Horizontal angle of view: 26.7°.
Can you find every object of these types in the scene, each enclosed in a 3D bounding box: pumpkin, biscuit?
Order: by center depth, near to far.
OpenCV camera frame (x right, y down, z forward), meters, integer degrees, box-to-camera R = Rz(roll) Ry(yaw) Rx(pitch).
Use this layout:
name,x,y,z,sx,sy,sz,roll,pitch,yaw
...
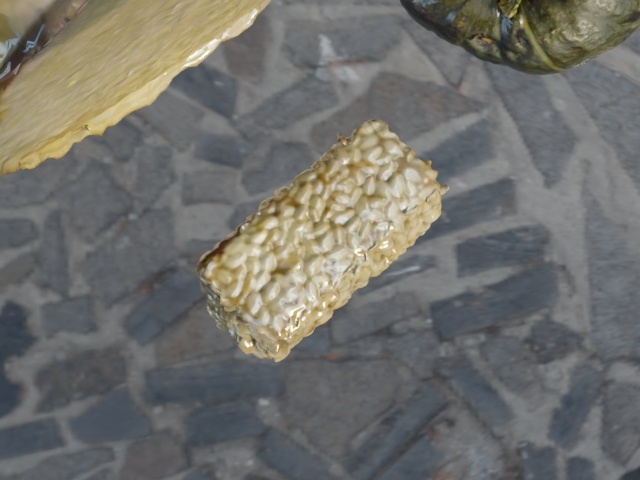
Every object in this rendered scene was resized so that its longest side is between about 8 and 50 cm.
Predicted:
name,x,y,z,sx,sy,sz,roll,pitch,yaw
biscuit,0.000,0.000,0.857,0.168,0.070,0.082,-42,70,-17
pumpkin,0.144,-0.225,0.948,0.224,0.157,0.223,13,126,19

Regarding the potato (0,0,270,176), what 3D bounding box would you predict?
name,x,y,z,sx,sy,sz,roll,pitch,yaw
potato,-0.118,-0.271,0.717,0.442,0.385,0.319,-40,89,14
